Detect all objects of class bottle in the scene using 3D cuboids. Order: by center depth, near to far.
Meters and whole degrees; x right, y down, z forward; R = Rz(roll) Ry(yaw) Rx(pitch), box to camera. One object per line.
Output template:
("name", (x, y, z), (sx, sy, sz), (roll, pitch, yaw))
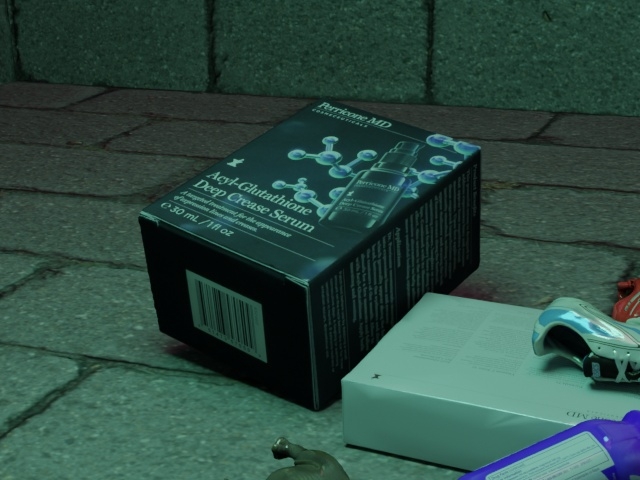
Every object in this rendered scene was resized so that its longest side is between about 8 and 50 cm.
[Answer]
("bottle", (0.263, 0.237, 1.108), (0.283, 0.118, 0.092), (-20, 34, -13))

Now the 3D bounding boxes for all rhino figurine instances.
("rhino figurine", (-0.058, 0.283, 1.151), (0.106, 0.073, 0.243), (7, 23, 31))

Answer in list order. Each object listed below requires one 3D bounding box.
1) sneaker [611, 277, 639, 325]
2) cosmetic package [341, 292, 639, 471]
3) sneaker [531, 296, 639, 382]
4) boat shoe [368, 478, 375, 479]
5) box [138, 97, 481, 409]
("sneaker", (0.499, 0.071, 1.666), (0.118, 0.107, 0.279), (0, 15, 32))
("cosmetic package", (0.253, 0.180, 1.377), (0.377, 0.097, 0.284), (8, 21, 25))
("sneaker", (0.350, 0.133, 1.272), (0.237, 0.085, 0.086), (17, 54, 32))
("boat shoe", (0.007, 0.282, 1.071), (0.285, 0.104, 0.089), (1, 2, -41))
("box", (0.000, 0.000, 1.579), (0.293, 0.212, 0.395), (21, 41, 33))
